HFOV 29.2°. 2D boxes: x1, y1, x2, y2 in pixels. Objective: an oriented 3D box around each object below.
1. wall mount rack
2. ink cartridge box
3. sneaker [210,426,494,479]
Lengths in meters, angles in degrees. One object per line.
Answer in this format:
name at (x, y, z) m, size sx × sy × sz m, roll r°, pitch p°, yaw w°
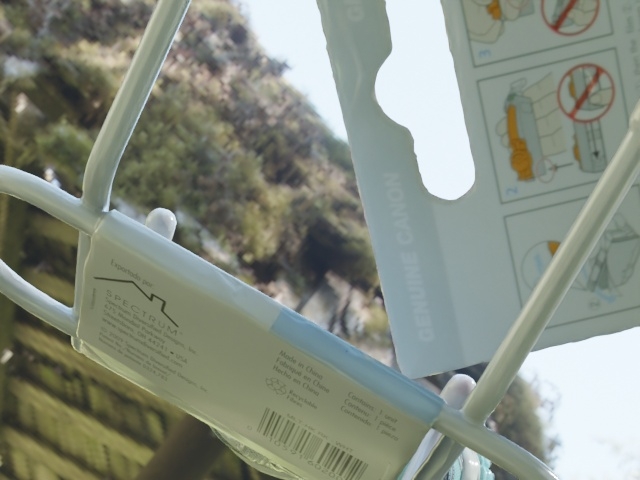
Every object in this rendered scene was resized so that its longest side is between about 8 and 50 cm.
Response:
wall mount rack at (0.000, 0.000, 0.578) m, size 0.350 × 0.130 × 0.304 m, roll 29°, pitch -36°, yaw 5°
ink cartridge box at (0.194, -0.120, 0.647) m, size 0.091 × 0.385 × 0.308 m, roll -107°, pitch -177°, yaw -76°
sneaker at (-0.001, 0.143, 0.983) m, size 0.283 × 0.110 × 0.122 m, roll 12°, pitch -15°, yaw 41°
